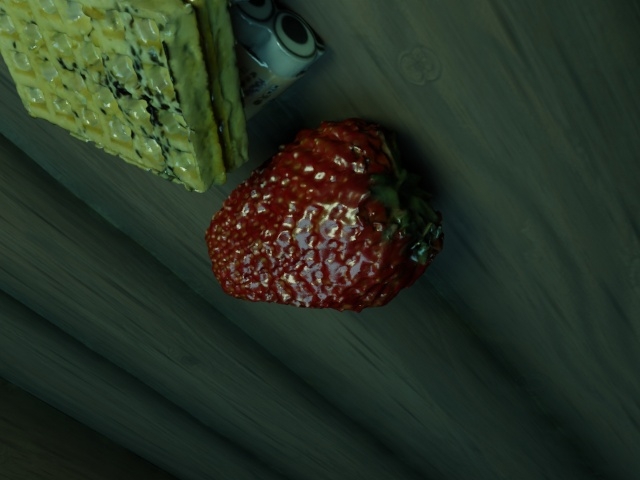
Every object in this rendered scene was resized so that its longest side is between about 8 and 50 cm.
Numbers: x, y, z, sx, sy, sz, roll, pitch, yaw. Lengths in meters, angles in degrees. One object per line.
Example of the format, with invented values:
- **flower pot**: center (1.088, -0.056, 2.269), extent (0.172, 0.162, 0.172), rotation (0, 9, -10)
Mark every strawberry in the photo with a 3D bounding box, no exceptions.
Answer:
- **strawberry**: center (0.000, 0.000, 1.002), extent (0.351, 0.267, 0.312), rotation (-26, 134, 17)

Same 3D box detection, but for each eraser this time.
- **eraser**: center (-0.149, -0.226, 0.934), extent (0.171, 0.087, 0.290), rotation (34, 139, -26)

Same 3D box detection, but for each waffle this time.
- **waffle**: center (-0.264, -0.226, 0.827), extent (0.376, 0.114, 0.261), rotation (26, 140, 25)

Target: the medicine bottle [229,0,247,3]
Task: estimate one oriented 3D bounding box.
- **medicine bottle**: center (-0.050, -0.393, 0.664), extent (0.179, 0.124, 0.324), rotation (30, 138, -11)
